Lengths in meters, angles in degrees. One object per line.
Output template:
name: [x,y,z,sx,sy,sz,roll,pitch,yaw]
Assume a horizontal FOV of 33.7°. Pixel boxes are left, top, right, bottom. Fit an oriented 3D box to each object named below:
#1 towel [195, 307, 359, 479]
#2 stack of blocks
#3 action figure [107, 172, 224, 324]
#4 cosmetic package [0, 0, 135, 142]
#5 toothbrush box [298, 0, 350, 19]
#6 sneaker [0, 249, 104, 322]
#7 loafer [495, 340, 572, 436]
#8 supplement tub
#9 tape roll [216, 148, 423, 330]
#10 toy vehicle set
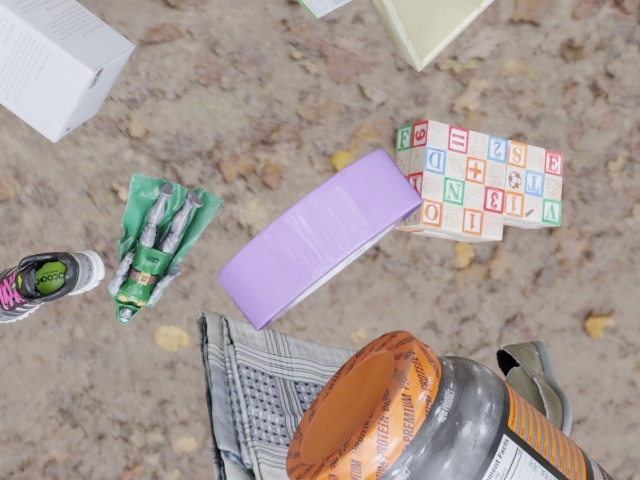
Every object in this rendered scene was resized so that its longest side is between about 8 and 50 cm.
towel: [-0.029,0.255,1.550,0.324,0.312,0.056,19,132,-33]
stack of blocks: [0.265,-0.084,1.765,0.297,0.087,0.171,9,82,-31]
action figure: [-0.243,0.025,1.507,0.137,0.063,0.232,18,116,-21]
cosmetic package: [-0.425,-0.284,1.659,0.183,0.151,0.151,37,122,-3]
toothbrush box: [-0.038,-0.520,1.630,0.122,0.283,0.206,-23,159,15]
sneaker: [-0.340,0.051,1.225,0.170,0.075,0.063,-18,80,11]
loafer: [0.325,0.249,1.649,0.087,0.251,0.094,6,119,-7]
supplement tub: [0.146,0.245,0.934,0.338,0.207,0.207,41,89,-13]
tape roll: [0.000,0.000,1.368,0.275,0.275,0.090,-38,85,-7]
toy vehicle set: [0.162,-0.295,1.011,0.267,0.035,0.166,-44,157,1]
